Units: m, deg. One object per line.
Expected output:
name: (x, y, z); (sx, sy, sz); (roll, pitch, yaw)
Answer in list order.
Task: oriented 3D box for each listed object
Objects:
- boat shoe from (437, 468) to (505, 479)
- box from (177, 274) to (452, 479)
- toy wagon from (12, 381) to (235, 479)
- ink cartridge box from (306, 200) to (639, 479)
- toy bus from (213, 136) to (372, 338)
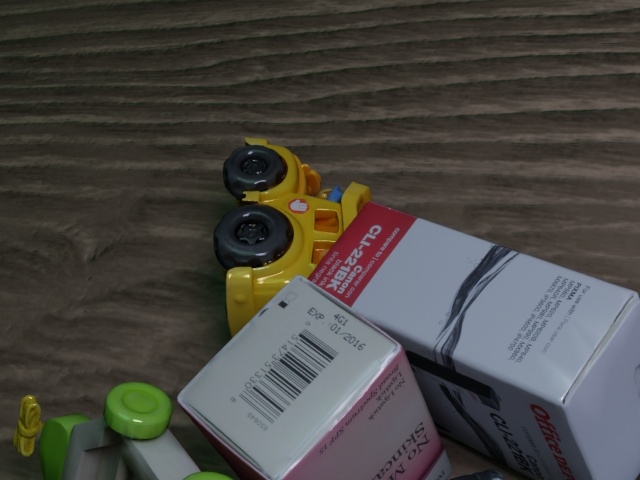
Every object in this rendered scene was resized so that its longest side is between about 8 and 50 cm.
boat shoe: (0.170, 0.305, 0.781); (0.105, 0.113, 0.306); (-15, 35, -11)
box: (0.005, 0.168, 0.865); (0.127, 0.232, 0.148); (32, 70, 36)
toy wagon: (-0.167, 0.252, 0.872); (0.068, 0.267, 0.344); (-5, 34, -39)
ink cartridge box: (0.145, 0.098, 0.873); (0.273, 0.197, 0.114); (20, 64, 40)
toy bus: (0.000, 0.000, 1.073); (0.211, 0.149, 0.220); (-2, 49, 3)
